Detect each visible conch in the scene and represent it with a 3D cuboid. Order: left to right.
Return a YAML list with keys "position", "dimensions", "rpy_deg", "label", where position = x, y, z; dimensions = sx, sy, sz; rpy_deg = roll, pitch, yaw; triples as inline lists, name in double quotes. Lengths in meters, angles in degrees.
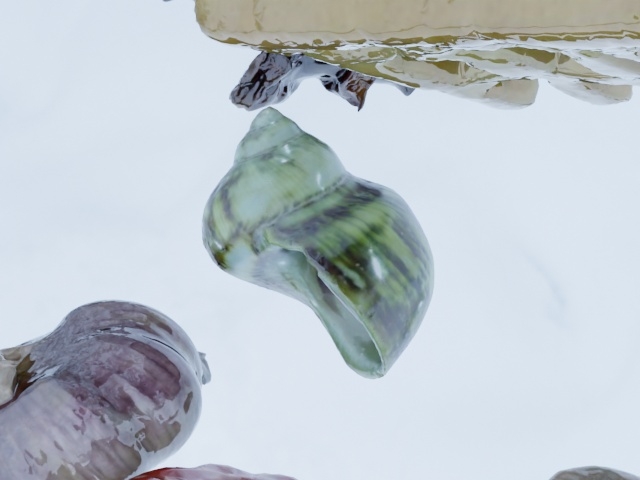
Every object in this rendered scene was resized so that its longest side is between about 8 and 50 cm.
- position: [0.001, -0.003, 1.152]
  dimensions: [0.124, 0.181, 0.187]
  rpy_deg: [-52, 15, -9]
  label: "conch"

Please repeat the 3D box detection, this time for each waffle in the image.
- position: [0.136, -0.116, 0.813]
  dimensions: [0.348, 0.304, 0.078]
  rpy_deg: [7, 92, 43]
  label: "waffle"

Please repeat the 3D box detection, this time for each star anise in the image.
- position: [0.005, -0.186, 1.274]
  dimensions: [0.126, 0.190, 0.220]
  rpy_deg: [-33, 10, 46]
  label: "star anise"

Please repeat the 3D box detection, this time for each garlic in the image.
- position: [-0.205, 0.139, 1.258]
  dimensions: [0.245, 0.160, 0.245]
  rpy_deg: [-46, 6, 6]
  label: "garlic"

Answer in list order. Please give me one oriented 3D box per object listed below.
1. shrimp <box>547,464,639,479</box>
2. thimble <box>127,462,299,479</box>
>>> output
- position: [0.223, 0.247, 1.093]
  dimensions: [0.219, 0.152, 0.046]
  rpy_deg: [-91, 17, -49]
  label: "shrimp"
- position: [-0.030, 0.317, 1.074]
  dimensions: [0.350, 0.350, 0.231]
  rpy_deg: [43, 112, 53]
  label: "thimble"
